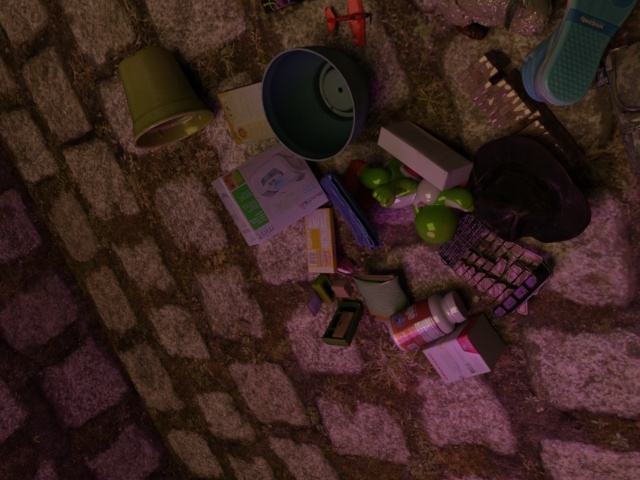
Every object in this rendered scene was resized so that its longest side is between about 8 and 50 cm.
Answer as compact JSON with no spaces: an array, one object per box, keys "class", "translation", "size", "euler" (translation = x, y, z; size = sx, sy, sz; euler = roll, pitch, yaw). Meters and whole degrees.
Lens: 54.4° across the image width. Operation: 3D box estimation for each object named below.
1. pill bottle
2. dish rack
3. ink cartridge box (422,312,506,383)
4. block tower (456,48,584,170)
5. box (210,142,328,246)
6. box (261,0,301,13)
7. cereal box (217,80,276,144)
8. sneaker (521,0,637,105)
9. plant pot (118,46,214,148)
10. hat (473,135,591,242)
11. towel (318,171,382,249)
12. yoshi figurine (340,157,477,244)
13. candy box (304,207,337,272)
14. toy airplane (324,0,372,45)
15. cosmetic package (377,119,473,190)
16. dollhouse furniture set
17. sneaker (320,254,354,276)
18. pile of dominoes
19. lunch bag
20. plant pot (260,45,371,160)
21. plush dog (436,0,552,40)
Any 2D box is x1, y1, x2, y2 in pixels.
[{"class":"pill bottle","translation":[0.316,0.232,1.826],"size":[0.216,0.121,0.121],"euler":[-30,97,24]},{"class":"dish rack","translation":[0.446,0.059,1.646],"size":[0.271,0.074,0.208],"euler":[47,137,17]},{"class":"ink cartridge box","translation":[0.419,0.317,1.821],"size":[0.176,0.127,0.128],"euler":[-31,96,45]},{"class":"block tower","translation":[0.466,-0.282,1.434],"size":[0.335,0.091,0.097],"euler":[52,136,-1]},{"class":"box","translation":[-0.152,-0.145,1.875],"size":[0.231,0.262,0.127],"euler":[60,160,-7]},{"class":"box","translation":[-0.101,-0.688,1.670],"size":[0.162,0.029,0.116],"euler":[-4,114,38]},{"class":"cereal box","translation":[-0.195,-0.395,1.915],"size":[0.240,0.047,0.173],"euler":[-2,115,39]},{"class":"sneaker","translation":[0.518,-0.430,1.287],"size":[0.127,0.208,0.319],"euler":[27,97,-5]},{"class":"plant pot","translation":[-0.518,-0.466,1.999],"size":[0.276,0.276,0.254],"euler":[-24,89,44]},{"class":"hat","translation":[0.448,-0.085,1.457],"size":[0.331,0.134,0.331],"euler":[46,162,20]},{"class":"towel","translation":[0.073,-0.079,1.761],"size":[0.243,0.040,0.336],"euler":[56,177,-3]},{"class":"yoshi figurine","translation":[0.229,-0.094,1.655],"size":[0.362,0.203,0.203],"euler":[15,126,35]},{"class":"candy box","translation":[0.000,0.000,1.978],"size":[0.105,0.027,0.206],"euler":[-1,96,37]},{"class":"toy airplane","translation":[0.068,-0.576,1.607],"size":[0.151,0.028,0.151],"euler":[19,125,29]},{"class":"cosmetic package","translation":[0.262,-0.220,1.583],"size":[0.239,0.099,0.060],"euler":[44,137,34]},{"class":"dollhouse furniture set","translation":[0.121,0.219,1.940],"size":[0.301,0.151,0.197],"euler":[-2,136,38]},{"class":"sneaker","translation":[0.039,0.089,2.028],"size":[0.170,0.063,0.075],"euler":[15,128,33]},{"class":"pile of dominoes","translation":[0.486,0.067,1.693],"size":[0.251,0.040,0.196],"euler":[31,133,30]},{"class":"lunch bag","translation":[0.709,-0.283,1.172],"size":[0.305,0.212,0.256],"euler":[-14,90,42]},{"class":"plant pot","translation":[0.015,-0.382,1.652],"size":[0.293,0.196,0.293],"euler":[19,126,28]},{"class":"plush dog","translation":[0.334,-0.536,1.332],"size":[0.225,0.210,0.262],"euler":[13,128,61]}]
